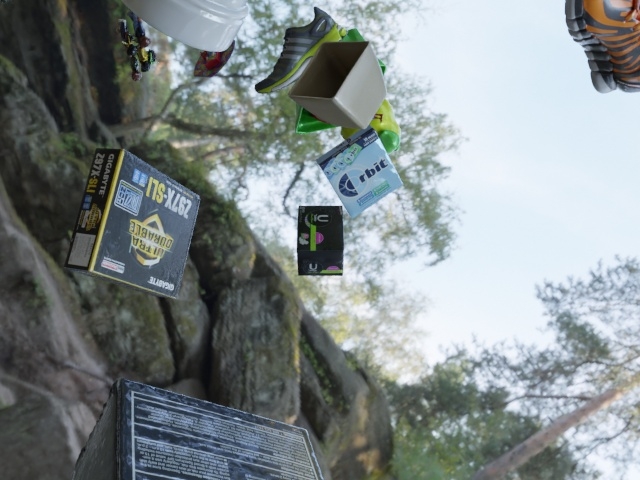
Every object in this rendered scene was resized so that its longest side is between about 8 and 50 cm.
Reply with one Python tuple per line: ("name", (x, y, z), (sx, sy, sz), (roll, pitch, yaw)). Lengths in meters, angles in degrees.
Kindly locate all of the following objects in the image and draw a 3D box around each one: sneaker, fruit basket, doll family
("sneaker", (-0.072, -0.518, 1.873), (0.121, 0.300, 0.111), (50, 9, -10))
("fruit basket", (0.079, -0.409, 2.084), (0.392, 0.283, 0.392), (167, -90, -78))
("doll family", (-0.417, -0.442, 1.545), (0.193, 0.076, 0.111), (89, -17, -65))
("sneaker", (0.460, -0.311, 0.947), (0.180, 0.321, 0.125), (11, -100, 37))

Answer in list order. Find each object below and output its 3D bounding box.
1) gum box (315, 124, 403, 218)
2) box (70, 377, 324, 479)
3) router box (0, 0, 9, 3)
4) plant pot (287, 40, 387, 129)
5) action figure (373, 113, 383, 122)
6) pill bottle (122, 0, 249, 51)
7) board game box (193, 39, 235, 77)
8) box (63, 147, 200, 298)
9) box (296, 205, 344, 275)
("gum box", (0.097, -0.165, 1.653), (0.184, 0.157, 0.041), (55, 1, -39))
("box", (-0.144, 0.356, 0.831), (0.183, 0.296, 0.294), (-62, -156, 13))
("router box", (-0.526, -0.503, 1.216), (0.133, 0.179, 0.046), (35, 31, -88))
("plant pot", (0.037, -0.229, 1.037), (0.109, 0.109, 0.096), (18, -20, 48))
("action figure", (0.122, -0.360, 1.972), (0.038, 0.115, 0.030), (78, 23, -77))
("pill bottle", (-0.069, -0.346, 0.632), (0.176, 0.176, 0.318), (51, -59, 26))
("board game box", (-0.322, -0.540, 1.978), (0.168, 0.133, 0.033), (18, -14, 48))
("box", (-0.395, -0.026, 1.479), (0.079, 0.322, 0.257), (5, -103, 21))
("box", (0.000, 0.000, 0.894), (0.052, 0.062, 0.083), (90, 0, -46))
